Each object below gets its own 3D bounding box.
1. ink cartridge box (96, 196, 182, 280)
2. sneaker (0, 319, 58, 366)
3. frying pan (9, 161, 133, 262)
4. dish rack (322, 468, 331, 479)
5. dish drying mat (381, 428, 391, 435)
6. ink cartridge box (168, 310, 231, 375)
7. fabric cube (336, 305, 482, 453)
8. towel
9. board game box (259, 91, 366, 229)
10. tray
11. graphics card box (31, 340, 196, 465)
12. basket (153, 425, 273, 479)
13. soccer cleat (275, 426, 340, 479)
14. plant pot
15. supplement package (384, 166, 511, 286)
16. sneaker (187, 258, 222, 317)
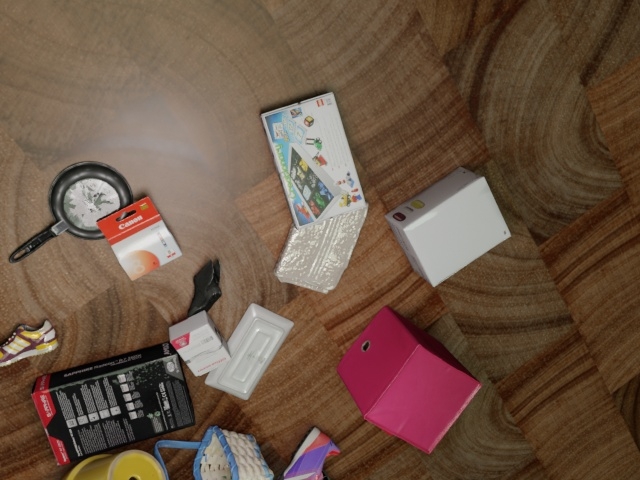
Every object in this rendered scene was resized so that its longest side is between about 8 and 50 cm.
[{"bbox_3d":[-0.445,-0.002,1.653,0.145,0.045,0.179,-28,132,-6],"label":"ink cartridge box"},{"bbox_3d":[-0.757,0.254,1.664,0.185,0.069,0.084,-17,103,-17],"label":"sneaker"},{"bbox_3d":[-0.615,-0.073,1.606,0.326,0.053,0.197,-17,112,-14],"label":"frying pan"},{"bbox_3d":[-0.078,0.809,2.036,0.271,0.074,0.208,-30,112,-5],"label":"dish rack"},{"bbox_3d":[0.203,0.578,2.077,0.083,0.008,0.032,42,91,-23],"label":"dish drying mat"},{"bbox_3d":[-0.319,0.275,1.775,0.109,0.063,0.150,-26,127,-2],"label":"ink cartridge box"},{"bbox_3d":[0.241,0.389,1.891,0.259,0.258,0.254,35,96,-23],"label":"fabric cube"},{"bbox_3d":[0.000,0.000,1.806,0.187,0.049,0.282,16,102,-21],"label":"towel"},{"bbox_3d":[-0.018,-0.202,1.704,0.192,0.053,0.305,-19,101,-9],"label":"board game box"},{"bbox_3d":[-0.196,0.318,1.863,0.145,0.030,0.270,28,98,-23],"label":"tray"},{"bbox_3d":[-0.536,0.426,1.765,0.370,0.094,0.233,-15,111,-10],"label":"graphics card box"},{"bbox_3d":[-0.294,0.639,1.819,0.288,0.255,0.201,15,109,-31],"label":"basket"},{"bbox_3d":[-0.062,0.687,1.902,0.116,0.109,0.318,33,56,7],"label":"soccer cleat"},{"bbox_3d":[-0.527,0.655,1.711,0.254,0.254,0.239,33,127,-23],"label":"plant pot"},{"bbox_3d":[0.350,-0.042,1.842,0.261,0.145,0.204,-33,114,-4],"label":"supplement package"},{"bbox_3d":[-0.308,0.129,1.754,0.051,0.089,0.170,-2,148,-47],"label":"sneaker"}]
